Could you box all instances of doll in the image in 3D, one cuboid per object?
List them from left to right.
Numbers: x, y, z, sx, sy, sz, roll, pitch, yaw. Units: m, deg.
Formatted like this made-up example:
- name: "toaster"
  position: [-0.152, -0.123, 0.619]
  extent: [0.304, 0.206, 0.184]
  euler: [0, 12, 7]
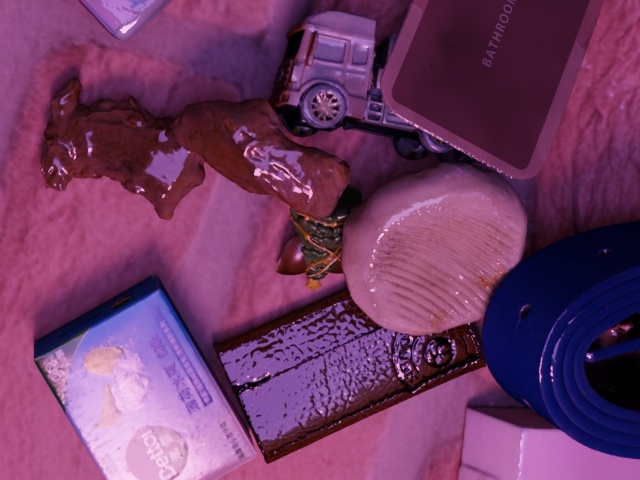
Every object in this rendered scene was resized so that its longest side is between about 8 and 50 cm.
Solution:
- name: "doll"
  position: [0.003, 0.000, 1.683]
  extent: [0.078, 0.076, 0.113]
  euler: [-2, 102, -17]

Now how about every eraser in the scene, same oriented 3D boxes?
- name: "eraser"
  position: [0.233, 0.371, 1.788]
  extent: [0.213, 0.082, 0.397]
  euler: [3, 101, -10]

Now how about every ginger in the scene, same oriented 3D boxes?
- name: "ginger"
  position: [-0.117, -0.077, 1.626]
  extent: [0.290, 0.084, 0.122]
  euler: [7, 90, 9]

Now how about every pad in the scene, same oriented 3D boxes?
- name: "pad"
  position: [0.167, -0.197, 1.639]
  extent: [0.176, 0.002, 0.266]
  euler: [27, 67, -12]

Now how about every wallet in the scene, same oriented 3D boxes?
- name: "wallet"
  position: [0.032, 0.114, 1.729]
  extent: [0.243, 0.039, 0.133]
  euler: [-23, 99, -6]

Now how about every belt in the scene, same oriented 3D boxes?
- name: "belt"
  position: [0.329, 0.093, 1.682]
  extent: [0.347, 0.117, 0.212]
  euler: [-4, 106, -26]

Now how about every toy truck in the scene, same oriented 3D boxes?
- name: "toy truck"
  position: [0.087, -0.152, 1.655]
  extent: [0.256, 0.108, 0.140]
  euler: [11, 87, -12]

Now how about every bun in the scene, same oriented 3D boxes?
- name: "bun"
  position: [0.102, 0.000, 1.666]
  extent: [0.183, 0.102, 0.183]
  euler: [-9, 123, -14]

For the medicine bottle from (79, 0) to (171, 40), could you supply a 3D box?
- name: "medicine bottle"
  position: [-0.201, -0.285, 1.586]
  extent: [0.119, 0.094, 0.188]
  euler: [-42, 104, 4]

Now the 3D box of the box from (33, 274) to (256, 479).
- name: "box"
  position: [-0.168, 0.151, 1.689]
  extent: [0.139, 0.073, 0.194]
  euler: [-30, 104, -2]
